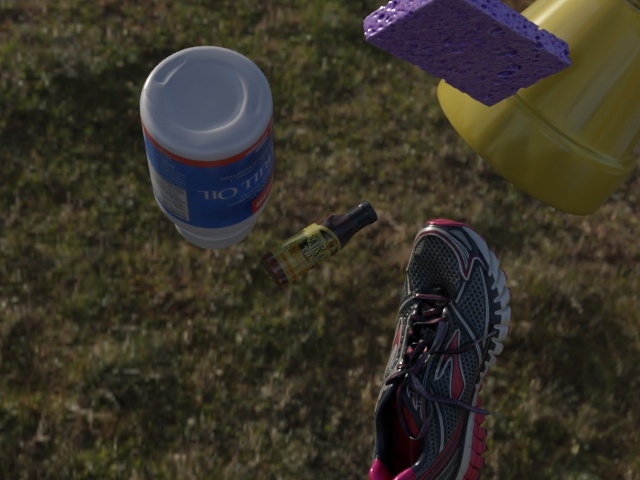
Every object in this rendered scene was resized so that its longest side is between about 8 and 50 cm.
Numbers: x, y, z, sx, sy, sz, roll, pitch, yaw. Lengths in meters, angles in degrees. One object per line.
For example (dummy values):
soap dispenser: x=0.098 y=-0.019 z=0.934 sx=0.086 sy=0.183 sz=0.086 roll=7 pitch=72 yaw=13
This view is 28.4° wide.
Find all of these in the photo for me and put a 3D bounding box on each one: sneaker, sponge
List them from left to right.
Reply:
sneaker: x=0.119 y=0.127 z=1.308 sx=0.121 sy=0.299 sz=0.112 roll=4 pitch=1 yaw=43
sponge: x=0.156 y=-0.207 z=1.325 sx=0.210 sy=0.117 sz=0.031 roll=19 pitch=58 yaw=-42

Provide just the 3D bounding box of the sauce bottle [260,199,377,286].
sauce bottle: x=0.000 y=0.000 z=1.315 sx=0.128 sy=0.042 sz=0.042 roll=-34 pitch=55 yaw=-9

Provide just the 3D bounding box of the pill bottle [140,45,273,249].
pill bottle: x=-0.107 y=-0.081 z=1.246 sx=0.124 sy=0.221 sz=0.124 roll=1 pitch=64 yaw=-1

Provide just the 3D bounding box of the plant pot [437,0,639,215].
plant pot: x=0.310 y=-0.199 z=1.526 sx=0.254 sy=0.239 sz=0.254 roll=29 pitch=28 yaw=-17
